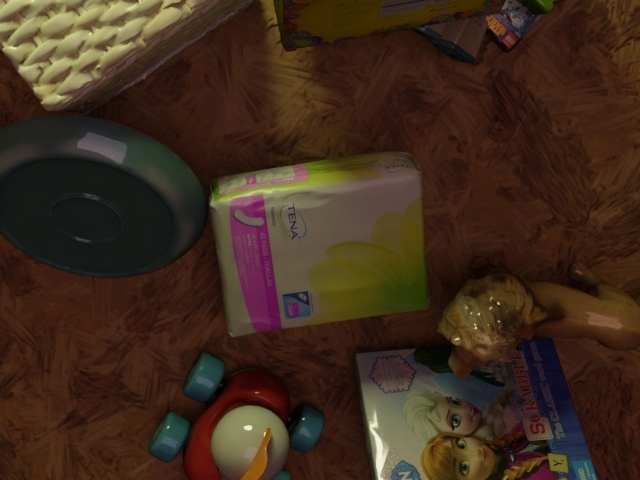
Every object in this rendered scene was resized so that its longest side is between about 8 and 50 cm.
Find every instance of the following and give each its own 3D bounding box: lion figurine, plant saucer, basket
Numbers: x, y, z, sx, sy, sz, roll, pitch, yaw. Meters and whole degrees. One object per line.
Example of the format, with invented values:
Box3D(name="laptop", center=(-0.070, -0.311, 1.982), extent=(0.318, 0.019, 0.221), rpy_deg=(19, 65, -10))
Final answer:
Box3D(name="lion figurine", center=(0.354, 0.108, 1.349), extent=(0.393, 0.240, 0.142), rpy_deg=(-2, 102, -7))
Box3D(name="plant saucer", center=(-0.314, -0.040, 1.244), extent=(0.318, 0.043, 0.317), rpy_deg=(2, 141, 2))
Box3D(name="basket", center=(-0.285, -0.371, 1.166), extent=(0.331, 0.266, 0.328), rpy_deg=(-35, 102, 0))

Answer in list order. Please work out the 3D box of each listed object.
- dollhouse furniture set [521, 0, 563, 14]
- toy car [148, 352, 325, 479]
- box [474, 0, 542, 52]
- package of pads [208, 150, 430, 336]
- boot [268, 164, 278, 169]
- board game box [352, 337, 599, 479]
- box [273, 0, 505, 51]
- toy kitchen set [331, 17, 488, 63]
Box3D(name="dollhouse furniture set", center=(0.279, -0.485, 1.247), extent=(0.301, 0.151, 0.197), rpy_deg=(42, 84, -12))
Box3D(name="toy car", center=(-0.116, 0.307, 1.333), extent=(0.219, 0.238, 0.210), rpy_deg=(30, 93, -11))
Box3D(name="box", center=(0.259, -0.357, 1.351), extent=(0.137, 0.027, 0.094), rpy_deg=(41, 93, -12))
Box3D(name="package of pads", center=(0.000, 0.000, 1.290), extent=(0.297, 0.101, 0.229), rpy_deg=(-8, 116, -5))
Box3D(name="boot", center=(0.020, -0.025, 1.368), extent=(0.209, 0.076, 0.189), rpy_deg=(-1, 116, 0))
Box3D(name="board game box", center=(0.226, 0.301, 1.352), extent=(0.318, 0.318, 0.065), rpy_deg=(-5, 141, -6))
Box3D(name="box", center=(0.068, -0.417, 1.128), extent=(0.290, 0.177, 0.279), rpy_deg=(-12, 78, -4))
Box3D(name="toy kitchen set", center=(0.105, -0.308, 1.318), extent=(0.207, 0.166, 0.122), rpy_deg=(28, 99, 30))
